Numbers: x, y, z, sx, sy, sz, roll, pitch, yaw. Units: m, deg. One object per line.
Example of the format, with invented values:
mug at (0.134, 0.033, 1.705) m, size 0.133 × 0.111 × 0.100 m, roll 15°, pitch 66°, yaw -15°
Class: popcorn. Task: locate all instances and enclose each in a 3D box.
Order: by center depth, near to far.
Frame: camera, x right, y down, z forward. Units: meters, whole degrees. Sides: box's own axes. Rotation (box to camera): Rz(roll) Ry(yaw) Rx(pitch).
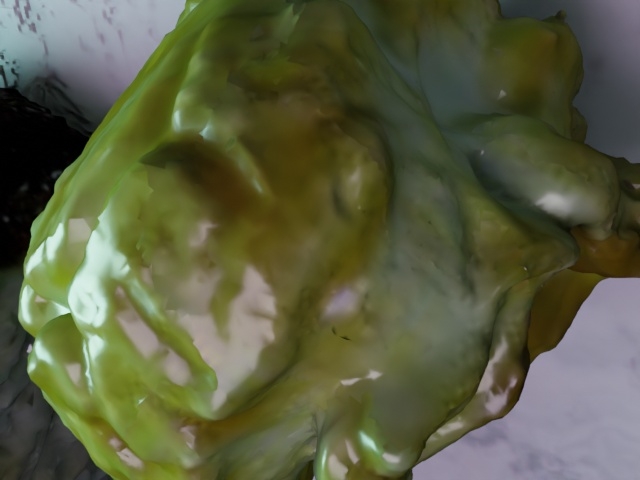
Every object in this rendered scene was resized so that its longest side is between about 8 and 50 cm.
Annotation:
popcorn at (0.000, 0.000, 0.556) m, size 0.183 × 0.221 × 0.204 m, roll 42°, pitch 144°, yaw 4°

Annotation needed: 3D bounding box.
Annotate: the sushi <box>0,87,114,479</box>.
sushi at (-0.181, 0.078, 0.755) m, size 0.182 × 0.196 × 0.343 m, roll 38°, pitch 129°, yaw 26°
